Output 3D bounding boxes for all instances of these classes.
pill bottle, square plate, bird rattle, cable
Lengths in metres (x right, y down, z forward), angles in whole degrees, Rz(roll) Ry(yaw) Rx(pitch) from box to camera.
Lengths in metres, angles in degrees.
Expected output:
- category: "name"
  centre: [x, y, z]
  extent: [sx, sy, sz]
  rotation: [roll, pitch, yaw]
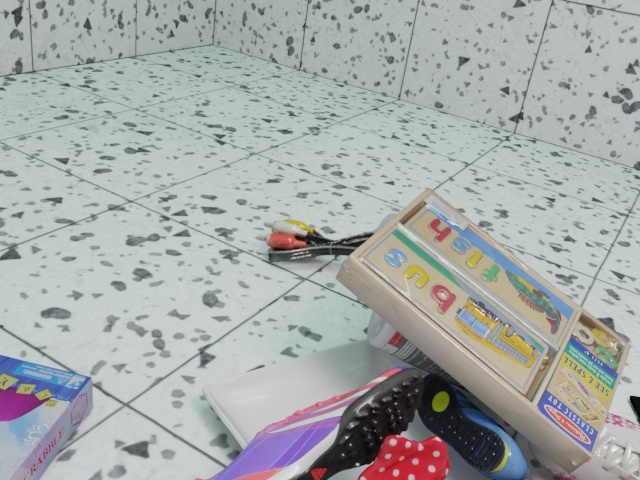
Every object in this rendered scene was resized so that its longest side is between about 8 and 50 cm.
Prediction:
- category: "pill bottle"
  centre: [0.235, 0.157, 1.091]
  extent: [0.283, 0.161, 0.161]
  rotation: [27, 27, -5]
- category: "square plate"
  centre: [0.052, 0.284, 0.966]
  extent: [0.347, 0.049, 0.344]
  rotation: [-10, 32, -32]
- category: "bird rattle"
  centre: [0.152, 0.346, 0.757]
  extent: [0.253, 0.143, 0.207]
  rotation: [25, 64, -1]
- category: "cable"
  centre: [0.000, 0.000, 1.418]
  extent: [0.287, 0.072, 0.139]
  rotation: [2, 25, 23]

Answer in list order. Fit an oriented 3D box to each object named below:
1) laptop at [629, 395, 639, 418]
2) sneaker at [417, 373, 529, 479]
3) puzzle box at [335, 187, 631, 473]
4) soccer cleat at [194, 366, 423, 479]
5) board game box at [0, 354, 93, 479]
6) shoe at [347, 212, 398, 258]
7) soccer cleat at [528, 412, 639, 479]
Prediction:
- category: "laptop"
  centre: [0.671, 0.295, 1.039]
  extent: [0.264, 0.136, 0.234]
  rotation: [9, 27, 0]
- category: "sneaker"
  centre: [0.210, 0.267, 0.942]
  extent: [0.082, 0.069, 0.209]
  rotation: [33, 4, -33]
- category: "puzzle box"
  centre: [0.250, 0.107, 0.983]
  extent: [0.409, 0.052, 0.272]
  rotation: [39, 42, 11]
- category: "soccer cleat"
  centre: [-0.011, 0.245, 0.819]
  extent: [0.318, 0.108, 0.116]
  rotation: [-35, 40, -19]
- category: "board game box"
  centre: [-0.509, 0.254, 0.834]
  extent: [0.319, 0.066, 0.318]
  rotation: [12, 28, 5]
- category: "shoe"
  centre: [0.130, 0.024, 1.476]
  extent: [0.063, 0.081, 0.178]
  rotation: [27, 62, 34]
- category: "soccer cleat"
  centre: [0.458, 0.316, 0.910]
  extent: [0.331, 0.116, 0.143]
  rotation: [17, -9, 14]
